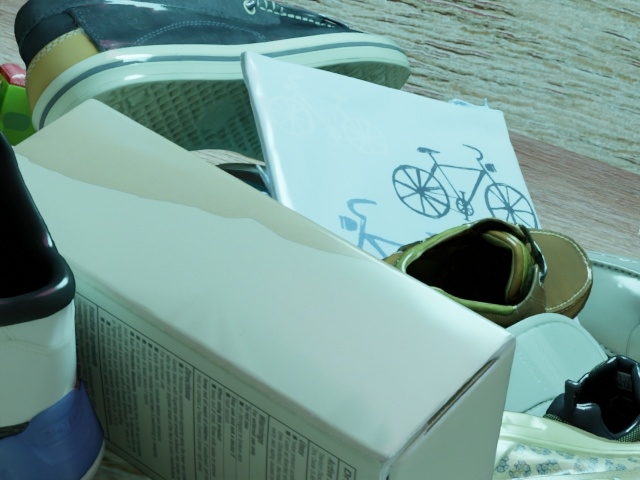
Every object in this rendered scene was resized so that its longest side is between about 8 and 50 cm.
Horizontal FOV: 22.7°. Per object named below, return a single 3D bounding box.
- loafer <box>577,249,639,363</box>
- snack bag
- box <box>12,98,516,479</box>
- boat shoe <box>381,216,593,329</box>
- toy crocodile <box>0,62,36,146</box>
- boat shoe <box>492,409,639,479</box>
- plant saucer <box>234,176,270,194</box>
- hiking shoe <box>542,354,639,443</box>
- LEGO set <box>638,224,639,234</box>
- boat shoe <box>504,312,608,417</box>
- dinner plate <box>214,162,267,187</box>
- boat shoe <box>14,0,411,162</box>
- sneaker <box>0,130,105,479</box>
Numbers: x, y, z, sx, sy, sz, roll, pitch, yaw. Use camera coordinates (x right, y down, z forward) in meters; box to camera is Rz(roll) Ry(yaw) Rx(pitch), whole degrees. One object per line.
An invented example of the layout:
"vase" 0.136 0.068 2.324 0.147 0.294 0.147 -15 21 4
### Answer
"loafer" 0.363 0.094 1.609 0.320 0.112 0.111 22 4 7
"snack bag" 0.077 -0.014 1.416 0.323 0.037 0.342 10 50 -33
"box" -0.055 0.061 0.903 0.311 0.148 0.121 30 49 24
"boat shoe" 0.143 0.039 1.310 0.307 0.104 0.110 -16 66 -46
"toy crocodile" -0.288 -0.127 1.574 0.341 0.105 0.115 12 14 -32
"boat shoe" 0.208 0.184 1.033 0.285 0.104 0.089 8 33 -9
"plant saucer" 0.000 0.000 1.551 0.318 0.043 0.317 21 5 -2
"hiking shoe" 0.227 0.143 1.170 0.086 0.114 0.227 29 16 30
"LEGO set" 0.443 0.017 1.618 0.287 0.107 0.132 31 -1 -12
"boat shoe" 0.114 0.117 1.187 0.303 0.091 0.114 8 44 -48
"dinner plate" -0.069 -0.063 1.709 0.141 0.017 0.141 7 -12 1
"boat shoe" -0.094 -0.177 1.591 0.500 0.187 0.156 -6 56 -47
"sneaker" -0.242 -0.002 0.853 0.316 0.182 0.127 23 34 19
